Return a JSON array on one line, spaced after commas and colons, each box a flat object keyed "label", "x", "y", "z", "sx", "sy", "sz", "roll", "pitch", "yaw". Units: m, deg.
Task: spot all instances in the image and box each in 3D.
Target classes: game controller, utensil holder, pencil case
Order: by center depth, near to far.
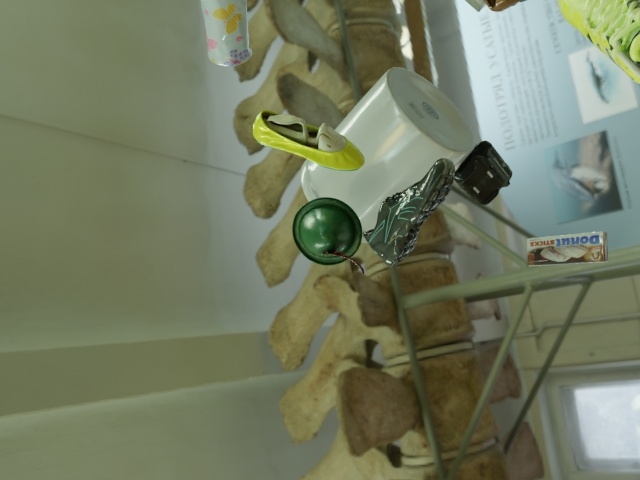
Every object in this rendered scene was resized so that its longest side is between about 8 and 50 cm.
[{"label": "pencil case", "x": -0.230, "y": -0.552, "z": 1.422, "sx": 0.273, "sy": 0.113, "sz": 0.124, "roll": 88, "pitch": 161, "yaw": -47}, {"label": "utensil holder", "x": 0.182, "y": -0.234, "z": 1.676, "sx": 0.327, "sy": 0.385, "sz": 0.328, "roll": 26, "pitch": -140, "yaw": -24}, {"label": "game controller", "x": 0.558, "y": -0.223, "z": 2.053, "sx": 0.319, "sy": 0.166, "sz": 0.067, "roll": 27, "pitch": -155, "yaw": -54}]

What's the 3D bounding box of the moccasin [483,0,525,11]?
[{"label": "moccasin", "x": 0.162, "y": -0.458, "z": 0.707, "sx": 0.380, "sy": 0.147, "sz": 0.139, "roll": 62, "pitch": 177, "yaw": -14}]

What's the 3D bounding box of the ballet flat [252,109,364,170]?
[{"label": "ballet flat", "x": -0.021, "y": -0.198, "z": 1.166, "sx": 0.077, "sy": 0.230, "sz": 0.077, "roll": 104, "pitch": -176, "yaw": -52}]

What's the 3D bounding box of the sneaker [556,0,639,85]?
[{"label": "sneaker", "x": 0.429, "y": -0.282, "z": 0.773, "sx": 0.147, "sy": 0.145, "sz": 0.385, "roll": 1, "pitch": -142, "yaw": -28}]

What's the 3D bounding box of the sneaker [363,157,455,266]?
[{"label": "sneaker", "x": 0.180, "y": -0.069, "z": 1.263, "sx": 0.106, "sy": 0.267, "sz": 0.101, "roll": 42, "pitch": -152, "yaw": 21}]

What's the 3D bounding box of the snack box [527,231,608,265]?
[{"label": "snack box", "x": 0.536, "y": 0.020, "z": 1.315, "sx": 0.022, "sy": 0.178, "sz": 0.064, "roll": 7, "pitch": -99, "yaw": -38}]

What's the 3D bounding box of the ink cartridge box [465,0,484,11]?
[{"label": "ink cartridge box", "x": 0.388, "y": -0.652, "z": 1.403, "sx": 0.128, "sy": 0.176, "sz": 0.127, "roll": 41, "pitch": -163, "yaw": 0}]

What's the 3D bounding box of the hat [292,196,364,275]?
[{"label": "hat", "x": 0.000, "y": 0.000, "z": 1.395, "sx": 0.173, "sy": 0.208, "sz": 0.183, "roll": 68, "pitch": -157, "yaw": -9}]
